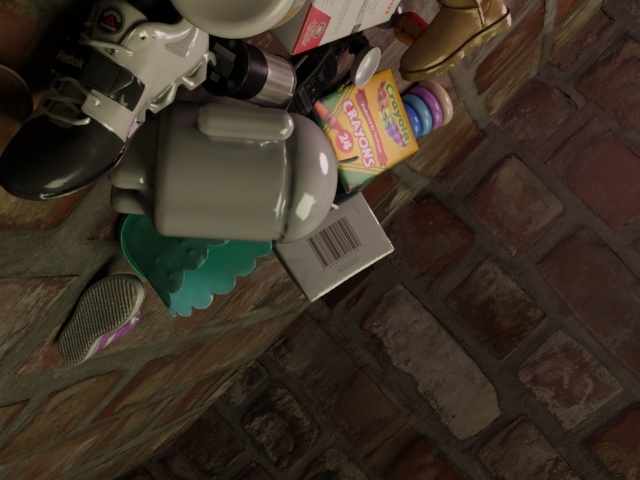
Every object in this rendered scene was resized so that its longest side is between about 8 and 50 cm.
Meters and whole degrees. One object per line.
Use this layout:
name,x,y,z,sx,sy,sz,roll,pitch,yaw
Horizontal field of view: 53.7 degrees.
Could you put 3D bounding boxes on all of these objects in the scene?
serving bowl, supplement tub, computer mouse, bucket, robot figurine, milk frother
serving bowl,0.082,-0.342,1.228,0.083,0.027,0.083,-47,160,-23
supplement tub,-0.082,-0.300,0.687,0.144,0.144,0.199,-48,-168,19
computer mouse,-0.003,-0.315,1.203,0.262,0.060,0.184,-55,163,-1
bucket,-0.231,-0.010,1.199,0.281,0.183,0.281,-41,167,-12
robot figurine,-0.127,-0.100,0.944,0.354,0.199,0.300,4,156,-14
milk frother,-0.094,-0.272,0.891,0.143,0.129,0.135,-42,166,22

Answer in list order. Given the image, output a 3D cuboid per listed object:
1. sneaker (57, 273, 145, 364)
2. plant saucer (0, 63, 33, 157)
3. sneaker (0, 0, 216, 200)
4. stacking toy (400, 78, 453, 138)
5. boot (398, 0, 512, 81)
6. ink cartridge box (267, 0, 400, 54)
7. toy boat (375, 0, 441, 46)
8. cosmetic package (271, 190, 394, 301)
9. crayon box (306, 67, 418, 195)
sneaker,-0.421,0.138,1.317,0.282,0.102,0.161,-39,175,32
plant saucer,-0.400,-0.118,0.657,0.199,0.036,0.198,-42,168,-11
sneaker,-0.244,-0.189,0.704,0.330,0.123,0.146,-58,164,-33
stacking toy,0.197,-0.299,1.719,0.330,0.141,0.141,-36,166,-15
boot,0.188,-0.435,1.048,0.236,0.089,0.269,-35,125,-7
ink cartridge box,0.035,-0.398,0.938,0.237,0.100,0.172,-33,164,-37
toy boat,0.234,-0.500,1.187,0.318,0.148,0.267,-50,173,-6
cosmetic package,0.000,0.000,1.594,0.230,0.161,0.453,-32,-172,-4
crayon box,0.097,-0.248,1.389,0.081,0.202,0.319,-8,-159,48
